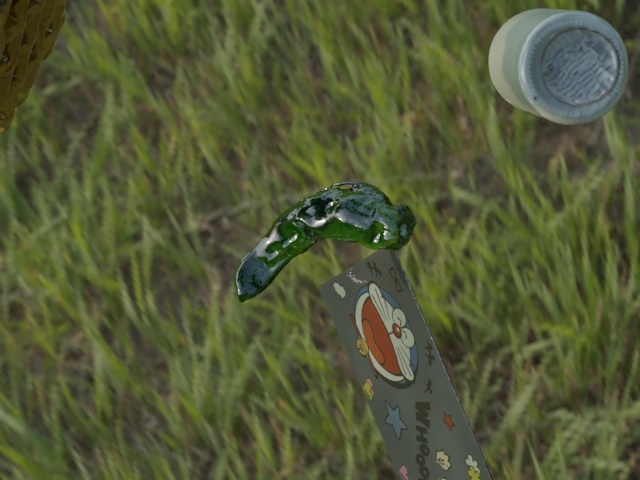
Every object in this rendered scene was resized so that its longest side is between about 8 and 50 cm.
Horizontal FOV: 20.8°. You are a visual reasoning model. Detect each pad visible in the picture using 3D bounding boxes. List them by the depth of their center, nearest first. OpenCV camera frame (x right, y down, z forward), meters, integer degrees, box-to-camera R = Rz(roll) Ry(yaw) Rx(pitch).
[{"bbox_3d":[0.079,0.135,1.623,0.006,0.170,0.245,-19,84,-28],"label":"pad"}]

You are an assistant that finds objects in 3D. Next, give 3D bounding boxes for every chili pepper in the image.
[{"bbox_3d":[-0.003,-0.005,1.499,0.182,0.050,0.073,-22,76,33],"label":"chili pepper"}]

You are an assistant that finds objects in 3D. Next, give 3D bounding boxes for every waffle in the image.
[{"bbox_3d":[-0.253,-0.208,1.447,0.065,0.283,0.309,19,81,2],"label":"waffle"}]

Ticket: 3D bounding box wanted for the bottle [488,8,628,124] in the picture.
[{"bbox_3d":[0.220,-0.169,1.666,0.104,0.104,0.245,-25,8,0],"label":"bottle"}]
